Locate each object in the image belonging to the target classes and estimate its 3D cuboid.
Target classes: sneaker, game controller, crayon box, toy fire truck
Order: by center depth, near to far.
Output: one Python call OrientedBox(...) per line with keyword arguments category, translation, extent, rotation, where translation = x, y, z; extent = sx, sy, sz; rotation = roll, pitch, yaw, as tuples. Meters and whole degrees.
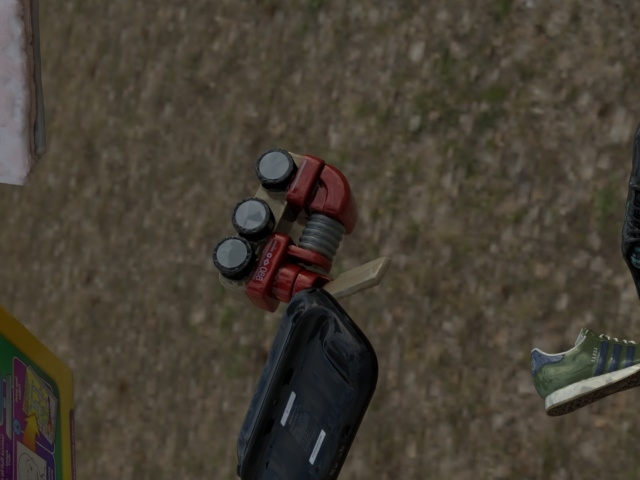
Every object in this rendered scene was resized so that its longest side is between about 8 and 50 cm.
OrientedBox(category="crayon box", translation=(-0.371, 0.252, 1.499), extent=(0.313, 0.106, 0.363), rotation=(59, -159, -57))
OrientedBox(category="sneaker", translation=(0.333, 0.133, 1.632), extent=(0.064, 0.192, 0.086), rotation=(93, 156, -61))
OrientedBox(category="sneaker", translation=(0.412, -0.028, 1.675), extent=(0.101, 0.106, 0.267), rotation=(16, 141, 35))
OrientedBox(category="game controller", translation=(-0.020, 0.215, 1.736), extent=(0.166, 0.067, 0.319), rotation=(43, 129, 30))
OrientedBox(category="toy fire truck", translation=(0.000, 0.000, 1.920), extent=(0.217, 0.246, 0.158), rotation=(-65, -20, -17))

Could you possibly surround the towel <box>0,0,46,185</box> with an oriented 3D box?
OrientedBox(category="towel", translation=(-0.360, -0.215, 1.053), extent=(0.053, 0.317, 0.331), rotation=(-53, -33, -67))
